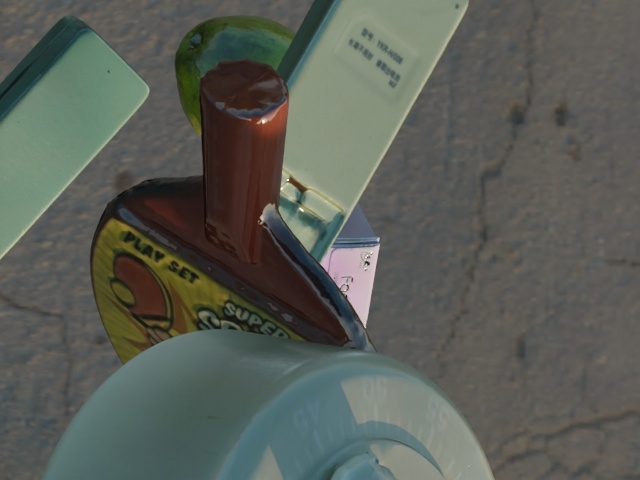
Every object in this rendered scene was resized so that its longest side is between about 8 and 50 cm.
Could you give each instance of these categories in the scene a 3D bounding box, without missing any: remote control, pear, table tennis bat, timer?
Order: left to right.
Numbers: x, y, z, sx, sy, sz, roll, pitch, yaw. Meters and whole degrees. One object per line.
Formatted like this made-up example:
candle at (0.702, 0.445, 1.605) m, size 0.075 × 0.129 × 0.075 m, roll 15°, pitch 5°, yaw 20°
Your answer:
table tennis bat at (-0.043, 0.031, 0.749) m, size 0.038 × 0.200 × 0.310 m, roll -46°, pitch 156°, yaw -34°
pear at (-0.097, -0.218, 2.076) m, size 0.269 × 0.212 × 0.212 m, roll 42°, pitch 65°, yaw -33°
remote control at (0.009, -0.104, 1.121) m, size 0.123 × 0.038 × 0.285 m, roll 31°, pitch 86°, yaw -37°
timer at (0.060, 0.107, 0.411) m, size 0.175 × 0.266 × 0.175 m, roll 9°, pitch 78°, yaw -48°

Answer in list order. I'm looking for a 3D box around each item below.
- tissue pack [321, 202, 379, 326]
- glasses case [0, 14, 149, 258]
tissue pack at (0.000, 0.000, 1.958) m, size 0.092 × 0.246 × 0.148 m, roll -2°, pitch 122°, yaw -15°
glasses case at (-0.208, -0.067, 1.001) m, size 0.184 × 0.039 × 0.078 m, roll -48°, pitch 129°, yaw -4°
